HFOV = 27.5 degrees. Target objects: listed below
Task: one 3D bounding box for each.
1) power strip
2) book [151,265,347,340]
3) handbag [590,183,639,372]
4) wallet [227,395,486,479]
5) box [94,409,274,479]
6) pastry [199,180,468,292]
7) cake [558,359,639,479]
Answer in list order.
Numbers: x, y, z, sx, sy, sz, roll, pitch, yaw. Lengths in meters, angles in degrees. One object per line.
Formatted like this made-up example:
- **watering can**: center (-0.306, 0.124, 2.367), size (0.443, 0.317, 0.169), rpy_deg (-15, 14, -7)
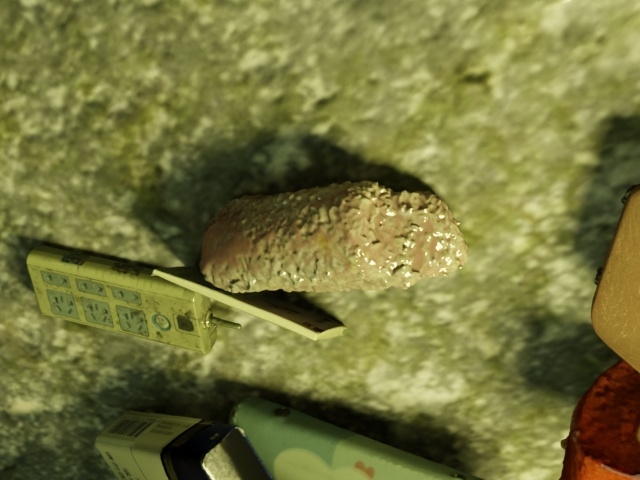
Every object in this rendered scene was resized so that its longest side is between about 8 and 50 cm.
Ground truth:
- **power strip**: center (-0.206, 0.067, 1.447), size (0.268, 0.034, 0.092), rpy_deg (11, 131, 21)
- **book**: center (-0.070, 0.062, 1.317), size (0.182, 0.127, 0.014), rpy_deg (21, 93, 13)
- **handbag**: center (0.301, 0.033, 1.071), size (0.151, 0.072, 0.193), rpy_deg (38, 142, 32)
- **wallet**: center (0.073, 0.308, 1.438), size (0.360, 0.083, 0.252), rpy_deg (16, 136, 33)
- **box**: center (-0.143, 0.284, 1.512), size (0.259, 0.071, 0.168), rpy_deg (-4, 120, 55)
- **pastry**: center (-0.004, 0.000, 1.222), size (0.265, 0.112, 0.103), rpy_deg (-5, 90, 27)
- **cake**: center (0.354, 0.215, 1.158), size (0.283, 0.177, 0.151), rpy_deg (19, 134, 22)
